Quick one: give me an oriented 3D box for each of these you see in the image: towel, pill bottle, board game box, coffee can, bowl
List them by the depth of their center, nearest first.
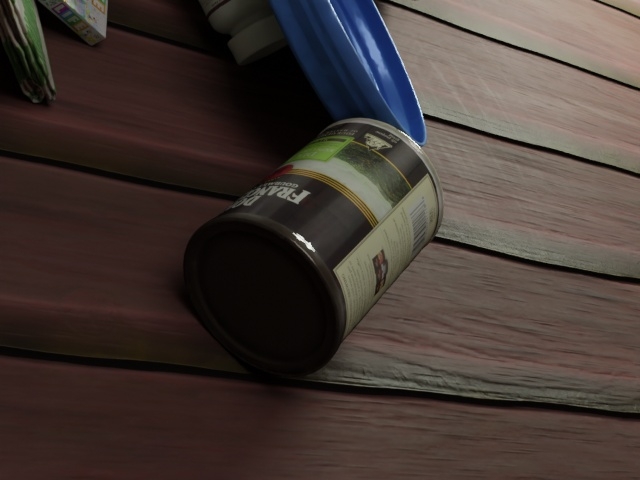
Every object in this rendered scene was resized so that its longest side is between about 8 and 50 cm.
[{"bbox_3d":[-0.366,-0.333,1.054,0.038,0.325,0.248,-15,64,-6],"label":"towel"},{"bbox_3d":[0.000,0.000,1.136,0.201,0.201,0.275,45,43,1],"label":"coffee can"},{"bbox_3d":[-0.319,-0.342,1.247,0.103,0.026,0.154,41,35,-48],"label":"board game box"},{"bbox_3d":[0.027,-0.290,1.334,0.391,0.077,0.391,55,19,-29],"label":"bowl"},{"bbox_3d":[-0.120,-0.368,1.351,0.121,0.121,0.221,-30,95,-45],"label":"pill bottle"}]
